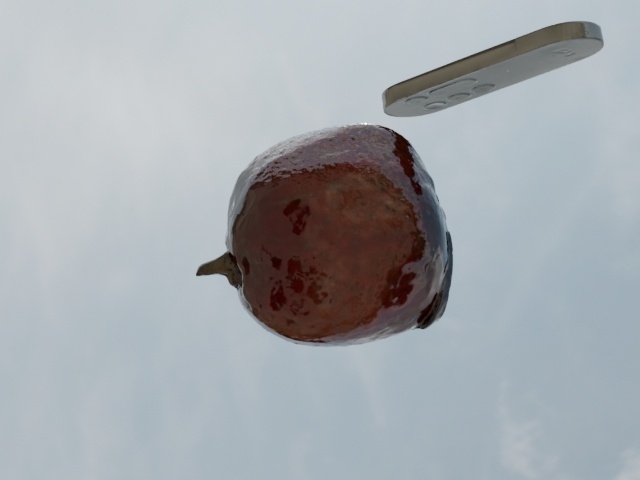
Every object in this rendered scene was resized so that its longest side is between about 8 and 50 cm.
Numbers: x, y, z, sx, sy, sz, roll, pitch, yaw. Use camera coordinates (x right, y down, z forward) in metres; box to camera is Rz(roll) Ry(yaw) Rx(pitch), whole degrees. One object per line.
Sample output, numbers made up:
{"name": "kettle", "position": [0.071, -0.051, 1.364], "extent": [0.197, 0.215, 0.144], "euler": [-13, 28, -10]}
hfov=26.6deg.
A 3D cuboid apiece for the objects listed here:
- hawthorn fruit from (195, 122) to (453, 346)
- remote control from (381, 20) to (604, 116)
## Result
{"name": "hawthorn fruit", "position": [0.000, 0.000, 1.286], "extent": [0.215, 0.249, 0.215], "euler": [163, -90, -79]}
{"name": "remote control", "position": [0.164, -0.165, 1.327], "extent": [0.245, 0.077, 0.022], "euler": [-17, -103, 37]}
